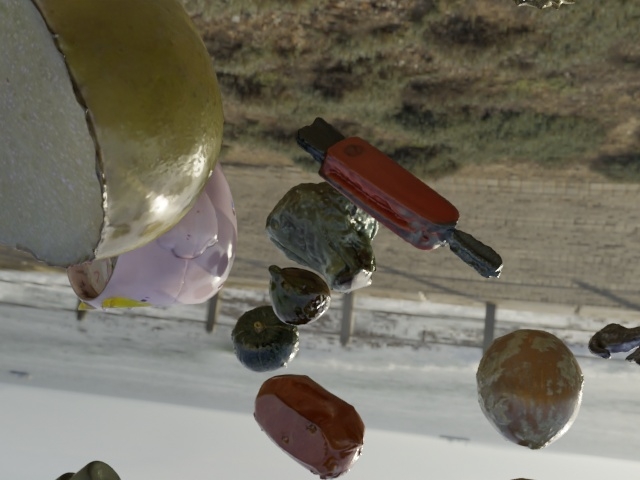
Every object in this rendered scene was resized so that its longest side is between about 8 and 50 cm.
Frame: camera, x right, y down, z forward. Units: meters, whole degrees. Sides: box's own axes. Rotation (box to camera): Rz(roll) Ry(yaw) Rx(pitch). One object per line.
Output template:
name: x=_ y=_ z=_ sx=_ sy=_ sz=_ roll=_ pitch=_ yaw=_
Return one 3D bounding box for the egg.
egg: x=0.395 y=0.277 z=1.516 sx=0.203 sy=0.245 sz=0.203 roll=7 pitch=132 yaw=7

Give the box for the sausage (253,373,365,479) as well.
sausage: x=-0.027 y=0.369 z=1.633 sx=0.268 sy=0.153 sz=0.141 roll=30 pitch=-161 yaw=37

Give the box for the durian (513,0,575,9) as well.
durian: x=0.303 y=-0.394 z=1.071 sx=0.165 sy=0.182 sz=0.132 roll=-30 pitch=-172 yaw=33

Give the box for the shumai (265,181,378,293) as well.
shumai: x=0.000 y=0.000 z=1.765 sx=0.261 sy=0.222 sz=0.225 roll=6 pitch=141 yaw=2

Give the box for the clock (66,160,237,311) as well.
clock: x=-0.305 y=-0.060 z=1.476 sx=0.251 sy=0.376 sz=0.368 roll=4 pitch=173 yaw=-38

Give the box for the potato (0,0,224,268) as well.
potato: x=-0.314 y=-0.197 z=1.080 sx=0.319 sy=0.442 sz=0.385 roll=-27 pitch=177 yaw=-45

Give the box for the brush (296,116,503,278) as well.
brush: x=0.093 y=-0.051 z=1.004 sx=0.323 sy=0.051 sz=0.070 roll=39 pitch=-136 yaw=25

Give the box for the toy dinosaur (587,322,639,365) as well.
toy dinosaur: x=0.395 y=0.104 z=0.836 sx=0.162 sy=0.077 sz=0.294 roll=-23 pitch=173 yaw=-6

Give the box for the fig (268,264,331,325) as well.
fig: x=-0.050 y=0.091 z=1.492 sx=0.103 sy=0.109 sz=0.154 roll=6 pitch=140 yaw=40

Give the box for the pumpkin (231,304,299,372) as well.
pumpkin: x=-0.145 y=0.260 z=2.127 sx=0.190 sy=0.190 sz=0.146 roll=-1 pitch=128 yaw=31

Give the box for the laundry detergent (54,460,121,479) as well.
laundry detergent: x=-0.404 y=0.441 z=1.036 sx=0.398 sy=0.264 sz=0.125 roll=-40 pitch=177 yaw=9

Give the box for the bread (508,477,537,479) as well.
bread: x=0.414 y=0.570 z=1.454 sx=0.194 sy=0.340 sz=0.179 roll=18 pitch=144 yaw=0
